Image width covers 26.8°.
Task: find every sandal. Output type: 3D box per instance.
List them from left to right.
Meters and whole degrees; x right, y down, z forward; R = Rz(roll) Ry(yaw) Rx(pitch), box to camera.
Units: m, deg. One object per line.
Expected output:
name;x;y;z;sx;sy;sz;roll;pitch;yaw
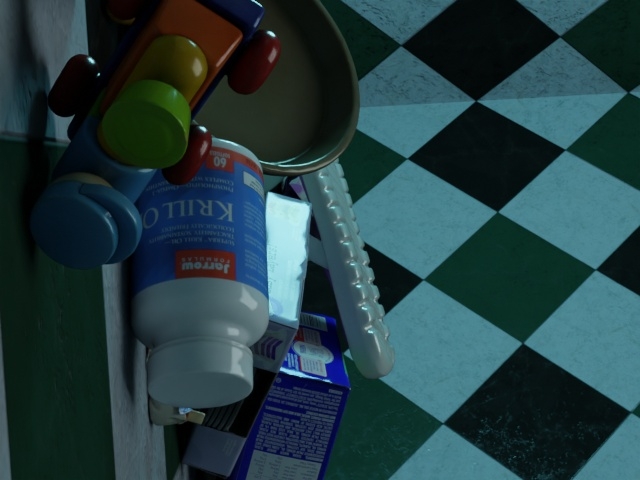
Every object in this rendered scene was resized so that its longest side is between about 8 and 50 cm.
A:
sandal;-0.005;-0.005;1.822;0.169;0.102;0.416;47;24;-65

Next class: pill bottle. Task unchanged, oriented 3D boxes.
pill bottle;-0.108;0.030;1.194;0.124;0.124;0.222;88;-3;-63

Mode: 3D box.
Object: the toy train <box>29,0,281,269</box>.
toy train;-0.081;-0.099;0.755;0.248;0.105;0.143;-49;-163;37

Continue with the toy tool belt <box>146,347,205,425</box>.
toy tool belt;-0.139;0.137;1.293;0.052;0.051;0.083;-127;-147;-88

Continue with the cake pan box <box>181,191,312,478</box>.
cake pan box;-0.086;0.111;1.591;0.267;0.070;0.246;-85;-165;-54

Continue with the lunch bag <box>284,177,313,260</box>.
lunch bag;-0.079;-0.094;2.138;0.160;0.223;0.262;-175;-100;-83

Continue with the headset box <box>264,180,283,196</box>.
headset box;-0.123;-0.131;1.911;0.246;0.131;0.283;-93;180;-84

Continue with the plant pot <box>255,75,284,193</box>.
plant pot;-0.107;-0.147;1.486;0.234;0.165;0.166;-79;168;-59

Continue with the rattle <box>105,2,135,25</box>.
rattle;-0.154;-0.277;1.201;0.130;0.142;0.200;-9;-101;47

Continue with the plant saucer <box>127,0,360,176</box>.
plant saucer;-0.079;-0.184;1.353;0.041;0.278;0.278;-34;-130;44

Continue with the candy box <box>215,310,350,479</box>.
candy box;-0.063;0.278;1.773;0.268;0.122;0.317;-102;-153;-74
